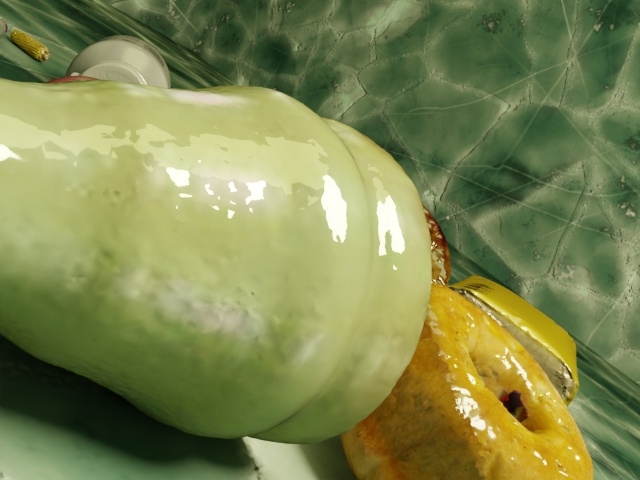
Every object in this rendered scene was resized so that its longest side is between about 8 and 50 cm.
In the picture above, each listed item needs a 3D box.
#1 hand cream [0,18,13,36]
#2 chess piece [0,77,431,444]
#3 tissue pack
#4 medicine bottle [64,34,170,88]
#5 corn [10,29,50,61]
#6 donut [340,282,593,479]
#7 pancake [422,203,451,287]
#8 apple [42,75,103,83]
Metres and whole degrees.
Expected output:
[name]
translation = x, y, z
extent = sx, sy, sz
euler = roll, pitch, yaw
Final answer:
[hand cream]
translation = -0.472, -0.284, 1.045
extent = 0.085, 0.058, 0.331
euler = 7, 16, -22
[chess piece]
translation = -0.156, -0.021, 0.379
extent = 0.442, 0.234, 0.234
euler = 18, 18, -46
[tissue pack]
translation = 0.226, 0.141, 0.983
extent = 0.192, 0.134, 0.271
euler = 36, 11, 14
[medicine bottle]
translation = -0.272, -0.203, 1.031
extent = 0.135, 0.135, 0.215
euler = 31, 11, -17
[corn]
translation = -0.470, -0.316, 1.245
extent = 0.083, 0.027, 0.028
euler = 35, -6, 19
[donut]
translation = 0.109, 0.140, 0.601
extent = 0.226, 0.114, 0.226
euler = 38, 23, -19
[pancake]
translation = 0.001, -0.001, 0.797
extent = 0.356, 0.065, 0.356
euler = 22, 45, -23
[apple]
translation = -0.212, -0.081, 0.711
extent = 0.153, 0.120, 0.153
euler = 26, 16, -8
